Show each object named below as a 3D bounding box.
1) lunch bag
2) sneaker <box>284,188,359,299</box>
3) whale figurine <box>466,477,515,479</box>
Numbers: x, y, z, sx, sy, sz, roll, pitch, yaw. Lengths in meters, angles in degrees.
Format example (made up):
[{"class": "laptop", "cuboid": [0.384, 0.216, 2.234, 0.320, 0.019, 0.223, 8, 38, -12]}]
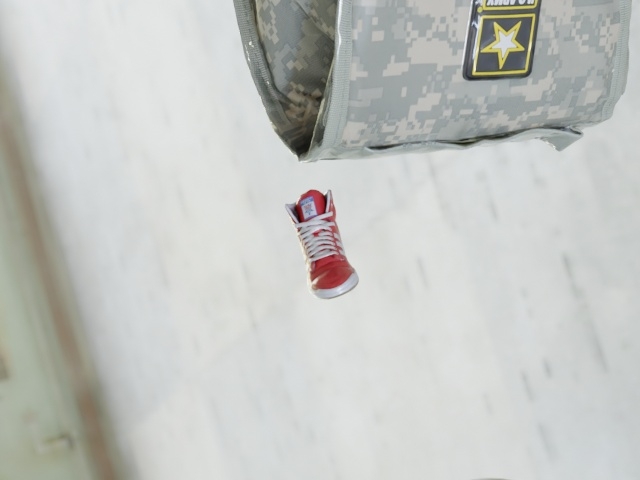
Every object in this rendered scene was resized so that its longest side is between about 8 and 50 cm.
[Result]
[{"class": "lunch bag", "cuboid": [0.068, -0.192, 1.264, 0.169, 0.235, 0.287, -27, 74, 57]}, {"class": "sneaker", "cuboid": [0.000, 0.000, 1.594, 0.118, 0.042, 0.067, -109, 2, -68]}, {"class": "whale figurine", "cuboid": [0.077, 0.282, 1.420, 0.141, 0.272, 0.216, -126, 29, -47]}]
